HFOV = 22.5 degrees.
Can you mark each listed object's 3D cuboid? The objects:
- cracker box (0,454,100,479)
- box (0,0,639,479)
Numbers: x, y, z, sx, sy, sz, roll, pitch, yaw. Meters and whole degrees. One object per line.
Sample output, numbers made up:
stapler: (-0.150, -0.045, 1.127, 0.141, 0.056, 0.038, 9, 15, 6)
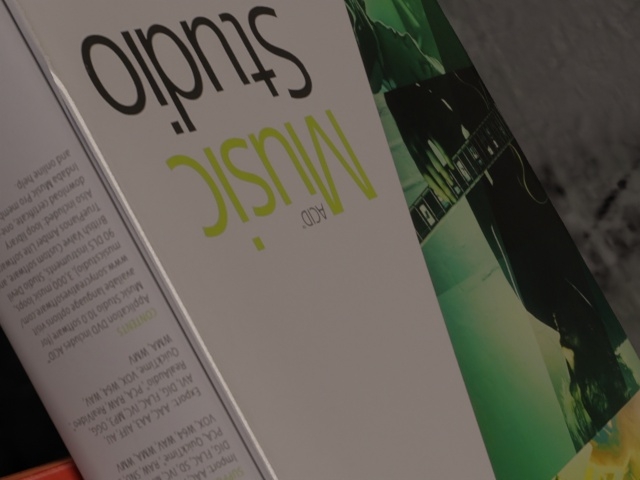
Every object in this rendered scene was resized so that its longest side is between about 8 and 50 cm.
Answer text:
cracker box: (-0.075, 0.176, 0.352, 0.156, 0.067, 0.232, -13, 80, -59)
box: (0.000, 0.000, 0.478, 0.322, 0.058, 0.232, 62, 30, 1)
